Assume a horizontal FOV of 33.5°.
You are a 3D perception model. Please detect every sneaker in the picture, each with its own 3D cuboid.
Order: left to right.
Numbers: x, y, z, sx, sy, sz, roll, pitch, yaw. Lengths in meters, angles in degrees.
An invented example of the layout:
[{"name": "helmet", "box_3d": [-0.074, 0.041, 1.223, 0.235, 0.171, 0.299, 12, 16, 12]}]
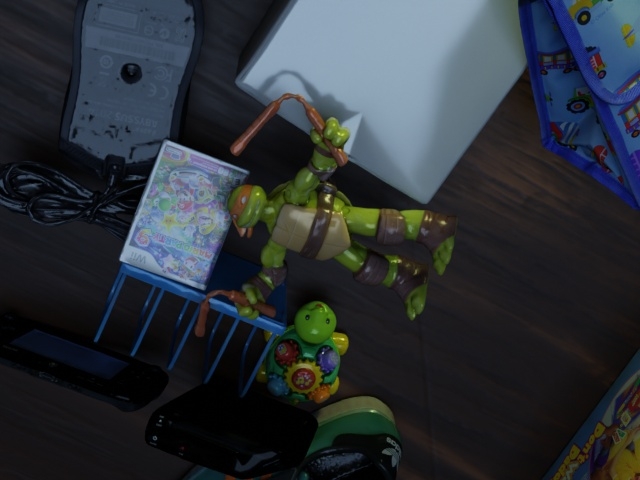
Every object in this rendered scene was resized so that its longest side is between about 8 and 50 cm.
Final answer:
[{"name": "sneaker", "box_3d": [-0.050, 0.278, 1.164, 0.302, 0.121, 0.108, -30, 109, 8]}]

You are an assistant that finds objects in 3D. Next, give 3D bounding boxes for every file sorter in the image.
[{"name": "file sorter", "box_3d": [-0.133, 0.071, 1.085, 0.170, 0.118, 0.104, 23, 110, -11]}]

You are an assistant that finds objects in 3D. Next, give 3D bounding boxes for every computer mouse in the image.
[{"name": "computer mouse", "box_3d": [-0.193, -0.139, 1.017, 0.188, 0.072, 0.272, 16, 99, -10]}]

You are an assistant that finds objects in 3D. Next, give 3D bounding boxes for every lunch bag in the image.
[{"name": "lunch bag", "box_3d": [0.274, -0.205, 0.886, 0.221, 0.138, 0.293, -43, 139, -5]}]

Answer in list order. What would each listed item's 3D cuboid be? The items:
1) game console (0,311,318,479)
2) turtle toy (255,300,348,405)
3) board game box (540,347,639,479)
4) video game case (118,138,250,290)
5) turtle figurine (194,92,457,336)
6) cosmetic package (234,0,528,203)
[{"name": "game console", "box_3d": [-0.183, 0.148, 1.057, 0.361, 0.213, 0.044, 18, 92, 7]}, {"name": "turtle toy", "box_3d": [-0.016, 0.122, 1.137, 0.095, 0.066, 0.130, 10, 109, -7]}, {"name": "board game box", "box_3d": [0.335, 0.277, 1.129, 0.078, 0.233, 0.347, 29, 107, -13]}, {"name": "video game case", "box_3d": [-0.128, -0.024, 1.000, 0.087, 0.011, 0.122, 20, 92, -14]}, {"name": "turtle figurine", "box_3d": [0.000, 0.000, 0.972, 0.217, 0.087, 0.269, 19, 118, -9]}, {"name": "cosmetic package", "box_3d": [0.110, -0.253, 0.962, 0.217, 0.156, 0.385, 33, 106, -14]}]
